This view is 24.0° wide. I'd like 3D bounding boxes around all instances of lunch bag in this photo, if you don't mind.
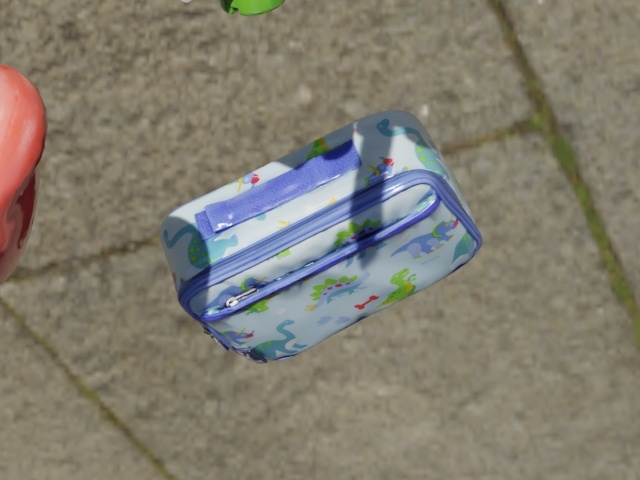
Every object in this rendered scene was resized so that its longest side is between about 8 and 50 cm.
[{"bbox_3d":[0.000,0.000,1.122,0.219,0.090,0.176,-26,151,8],"label":"lunch bag"}]

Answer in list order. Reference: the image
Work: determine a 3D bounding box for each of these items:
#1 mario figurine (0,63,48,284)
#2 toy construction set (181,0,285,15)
[{"bbox_3d":[-0.268,-0.064,0.678,0.198,0.170,0.320,-51,130,1],"label":"mario figurine"},{"bbox_3d":[-0.017,-0.181,0.640,0.257,0.309,0.237,9,123,14],"label":"toy construction set"}]
